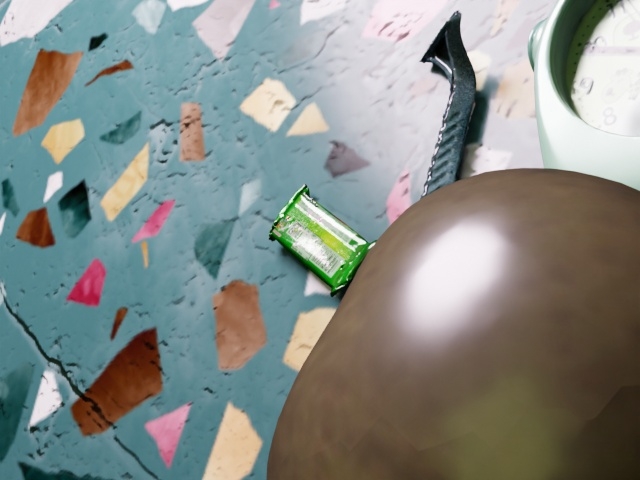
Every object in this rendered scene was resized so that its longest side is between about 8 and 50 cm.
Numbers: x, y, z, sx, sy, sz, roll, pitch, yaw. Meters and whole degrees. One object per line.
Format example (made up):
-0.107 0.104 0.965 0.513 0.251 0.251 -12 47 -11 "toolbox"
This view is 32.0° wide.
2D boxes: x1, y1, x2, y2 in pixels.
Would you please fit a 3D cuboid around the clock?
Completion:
0.193 -0.102 0.595 0.159 0.066 0.211 -20 57 27 "clock"

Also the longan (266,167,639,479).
0.089 0.087 0.478 0.248 0.248 0.248 -16 59 30 "longan"

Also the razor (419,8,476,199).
0.073 -0.041 0.679 0.066 0.033 0.190 125 156 -71 "razor"

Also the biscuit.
0.000 0.000 0.720 0.046 0.016 0.089 -52 49 1 "biscuit"
